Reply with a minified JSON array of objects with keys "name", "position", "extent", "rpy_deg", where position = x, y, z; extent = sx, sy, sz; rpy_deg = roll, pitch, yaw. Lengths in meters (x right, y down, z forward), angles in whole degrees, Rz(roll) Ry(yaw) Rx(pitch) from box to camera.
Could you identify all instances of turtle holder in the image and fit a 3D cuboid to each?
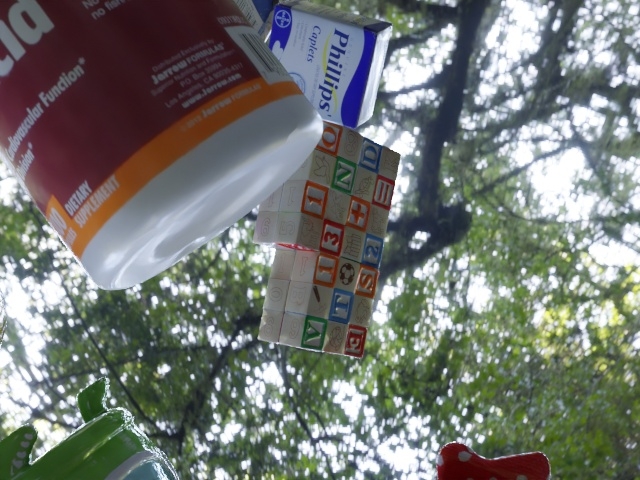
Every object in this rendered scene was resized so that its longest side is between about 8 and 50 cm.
[{"name":"turtle holder","position":[-0.260,0.308,0.825],"extent":[0.243,0.320,0.227],"rpy_deg":[-40,-93,2]}]

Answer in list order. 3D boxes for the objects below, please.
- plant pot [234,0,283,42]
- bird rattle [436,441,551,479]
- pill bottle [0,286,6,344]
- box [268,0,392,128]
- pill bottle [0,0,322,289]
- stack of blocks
[{"name":"plant pot","position":[-0.205,-0.380,1.325],"extent":[0.212,0.236,0.236],"rpy_deg":[9,-119,29]},{"name":"bird rattle","position":[0.126,0.250,0.599],"extent":[0.253,0.207,0.143],"rpy_deg":[33,-118,-19]},{"name":"pill bottle","position":[-0.367,0.089,0.787],"extent":[0.119,0.119,0.208],"rpy_deg":[-16,-163,-11]},{"name":"box","position":[0.006,-0.225,1.040],"extent":[0.137,0.126,0.072],"rpy_deg":[18,-154,13]},{"name":"pill bottle","position":[-0.197,-0.176,0.662],"extent":[0.224,0.224,0.392],"rpy_deg":[-36,-94,-22]},{"name":"stack of blocks","position":[0.000,0.000,1.124],"extent":[0.087,0.171,0.297],"rpy_deg":[4,-99,45]}]
